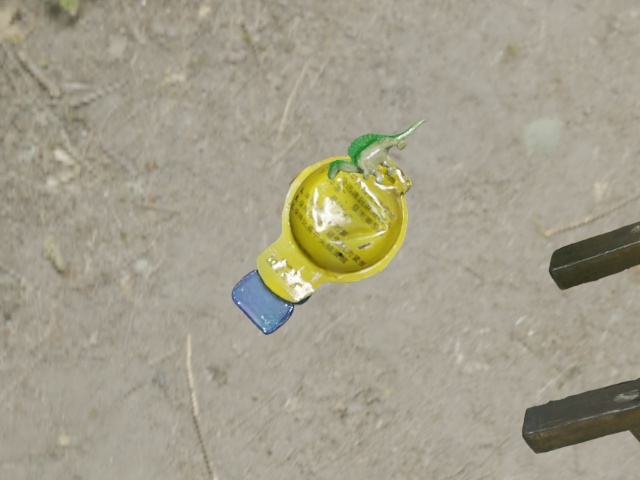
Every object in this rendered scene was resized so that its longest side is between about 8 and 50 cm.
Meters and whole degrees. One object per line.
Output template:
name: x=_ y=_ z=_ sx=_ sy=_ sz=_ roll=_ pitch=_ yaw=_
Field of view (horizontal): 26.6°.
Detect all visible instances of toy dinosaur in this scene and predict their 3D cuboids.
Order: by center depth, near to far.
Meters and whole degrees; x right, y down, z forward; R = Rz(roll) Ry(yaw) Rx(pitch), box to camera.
toy dinosaur: x=0.062 y=-0.100 z=1.441 sx=0.120 sy=0.029 sz=0.060 roll=-43 pitch=52 yaw=-12

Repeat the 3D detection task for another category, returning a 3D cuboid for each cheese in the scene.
cheese: x=0.000 y=0.000 z=1.578 sx=0.250 sy=0.064 sz=0.156 roll=-43 pitch=73 yaw=3

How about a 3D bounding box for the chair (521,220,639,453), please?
chair: x=0.371 y=0.062 z=0.839 sx=0.240 sy=0.416 sz=0.203 roll=47 pitch=37 yaw=-20
